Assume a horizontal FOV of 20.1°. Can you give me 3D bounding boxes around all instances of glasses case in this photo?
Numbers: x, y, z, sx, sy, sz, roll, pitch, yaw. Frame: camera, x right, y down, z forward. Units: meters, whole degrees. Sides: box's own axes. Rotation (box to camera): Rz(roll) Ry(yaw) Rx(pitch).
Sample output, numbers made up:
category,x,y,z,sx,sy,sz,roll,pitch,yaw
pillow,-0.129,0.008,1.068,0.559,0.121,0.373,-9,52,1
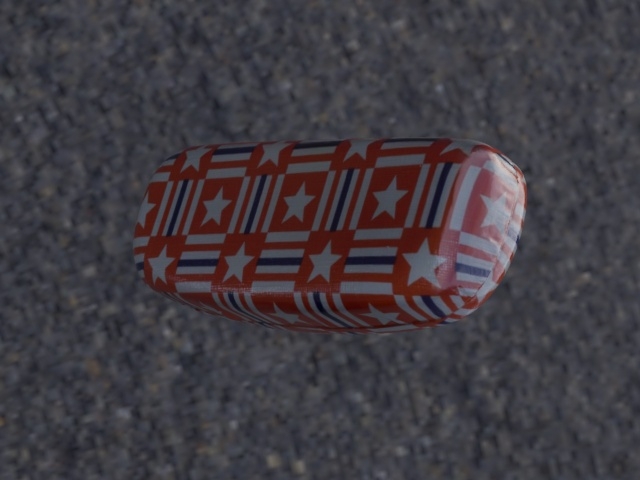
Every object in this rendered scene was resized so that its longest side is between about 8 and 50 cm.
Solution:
category,x,y,z,sx,sy,sz,roll,pitch,yaw
glasses case,0.000,0.000,0.697,0.049,0.194,0.073,29,72,-39
